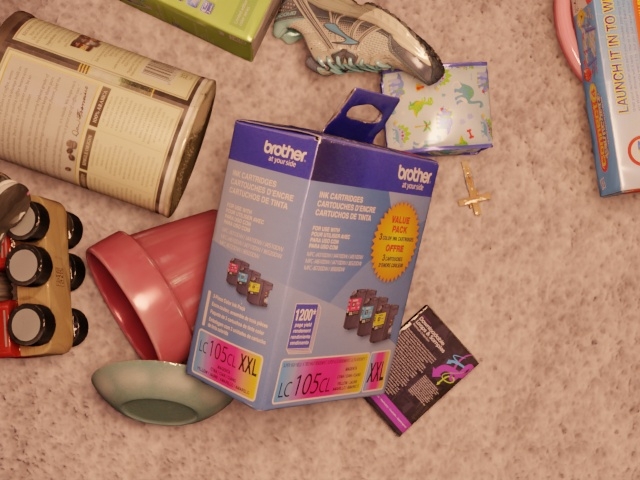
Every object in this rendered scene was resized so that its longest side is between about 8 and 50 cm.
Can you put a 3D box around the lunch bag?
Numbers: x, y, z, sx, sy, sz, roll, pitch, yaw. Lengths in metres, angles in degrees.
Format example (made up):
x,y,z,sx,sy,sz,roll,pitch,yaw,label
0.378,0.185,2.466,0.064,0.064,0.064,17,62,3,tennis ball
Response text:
x,y,z,sx,sy,sz,roll,pitch,yaw,label
0.164,-0.186,1.391,0.151,0.096,0.129,-4,87,-9,lunch bag

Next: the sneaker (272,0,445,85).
x,y,z,sx,sy,sz,roll,pitch,yaw,label
0.050,-0.274,1.363,0.283,0.110,0.122,36,97,29,sneaker

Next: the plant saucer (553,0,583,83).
x,y,z,sx,sy,sz,roll,pitch,yaw,label
0.503,-0.337,1.430,0.332,0.084,0.332,0,87,-3,plant saucer

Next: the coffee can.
x,y,z,sx,sy,sz,roll,pitch,yaw,label
-0.303,-0.168,1.305,0.275,0.201,0.201,19,86,-3,coffee can

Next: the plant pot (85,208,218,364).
x,y,z,sx,sy,sz,roll,pitch,yaw,label
-0.193,0.055,1.316,0.180,0.201,0.201,-30,89,-21,plant pot

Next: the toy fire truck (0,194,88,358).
x,y,z,sx,sy,sz,roll,pitch,yaw,label
-0.471,0.058,1.324,0.246,0.158,0.217,-8,82,15,toy fire truck

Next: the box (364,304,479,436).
x,y,z,sx,sy,sz,roll,pitch,yaw,label
0.134,0.188,1.402,0.162,0.029,0.116,-41,91,-4,box

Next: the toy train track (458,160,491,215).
x,y,z,sx,sy,sz,roll,pitch,yaw,label
0.224,-0.077,1.431,0.048,0.014,0.083,-14,82,3,toy train track

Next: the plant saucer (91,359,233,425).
x,y,z,sx,sy,sz,roll,pitch,yaw,label
-0.214,0.215,1.294,0.195,0.195,0.037,6,59,-4,plant saucer

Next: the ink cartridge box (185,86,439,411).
x,y,z,sx,sy,sz,roll,pitch,yaw,label
0.000,0.000,1.238,0.151,0.270,0.395,16,98,38,ink cartridge box

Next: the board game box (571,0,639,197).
x,y,z,sx,sy,sz,roll,pitch,yaw,label
0.526,-0.230,1.340,0.302,0.086,0.308,-7,87,-4,board game box

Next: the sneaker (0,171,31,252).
x,y,z,sx,sy,sz,roll,pitch,yaw,label
-0.450,-0.013,1.248,0.077,0.072,0.178,38,88,32,sneaker

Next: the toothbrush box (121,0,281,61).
x,y,z,sx,sy,sz,roll,pitch,yaw,label
-0.181,-0.415,1.368,0.283,0.122,0.206,24,86,-3,toothbrush box
